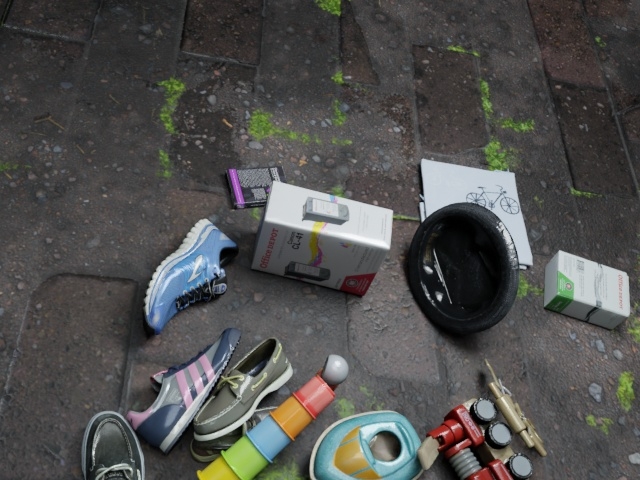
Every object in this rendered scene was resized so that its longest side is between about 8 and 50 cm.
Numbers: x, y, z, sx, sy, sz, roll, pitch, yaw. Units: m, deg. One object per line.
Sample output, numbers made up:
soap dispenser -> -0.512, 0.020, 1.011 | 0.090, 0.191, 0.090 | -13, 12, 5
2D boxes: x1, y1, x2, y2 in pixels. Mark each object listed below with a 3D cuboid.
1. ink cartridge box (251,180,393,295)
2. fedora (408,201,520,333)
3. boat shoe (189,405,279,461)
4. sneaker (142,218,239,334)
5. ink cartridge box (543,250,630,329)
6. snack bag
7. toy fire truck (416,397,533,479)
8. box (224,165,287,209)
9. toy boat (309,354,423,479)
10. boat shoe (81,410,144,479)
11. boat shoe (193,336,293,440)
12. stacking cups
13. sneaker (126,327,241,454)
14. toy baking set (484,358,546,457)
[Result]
ink cartridge box -> 0.000, 0.000, 1.792 | 0.306, 0.226, 0.131 | 12, 53, -7
fedora -> 0.388, 0.071, 1.873 | 0.152, 0.334, 0.334 | 5, 48, -53
boat shoe -> -0.169, 0.408, 1.558 | 0.224, 0.073, 0.080 | -15, 63, -24
sneaker -> -0.297, 0.093, 1.702 | 0.147, 0.130, 0.330 | 28, 53, 6
ink cartridge box -> 0.730, 0.137, 1.999 | 0.208, 0.087, 0.153 | 19, 53, -3
snack bag -> 0.434, -0.084, 2.095 | 0.323, 0.037, 0.342 | 7, 56, -12
toy fire truck -> 0.316, 0.483, 1.602 | 0.246, 0.158, 0.217 | -19, 65, -24
box -> -0.167, -0.144, 1.963 | 0.162, 0.029, 0.116 | -7, 60, -19
toy boat -> 0.073, 0.408, 1.583 | 0.267, 0.148, 0.318 | -17, 63, -26
boat shoe -> -0.393, 0.481, 1.413 | 0.121, 0.119, 0.335 | -7, 59, -21
boat shoe -> -0.172, 0.313, 1.558 | 0.305, 0.109, 0.091 | -36, 116, -50
stacking cups -> -0.100, 0.410, 1.497 | 0.316, 0.096, 0.096 | -38, 72, -10
sneaker -> -0.290, 0.295, 1.576 | 0.131, 0.112, 0.319 | 31, 53, 2
toy baking set -> 0.443, 0.392, 1.705 | 0.030, 0.197, 0.256 | -36, 71, 10
